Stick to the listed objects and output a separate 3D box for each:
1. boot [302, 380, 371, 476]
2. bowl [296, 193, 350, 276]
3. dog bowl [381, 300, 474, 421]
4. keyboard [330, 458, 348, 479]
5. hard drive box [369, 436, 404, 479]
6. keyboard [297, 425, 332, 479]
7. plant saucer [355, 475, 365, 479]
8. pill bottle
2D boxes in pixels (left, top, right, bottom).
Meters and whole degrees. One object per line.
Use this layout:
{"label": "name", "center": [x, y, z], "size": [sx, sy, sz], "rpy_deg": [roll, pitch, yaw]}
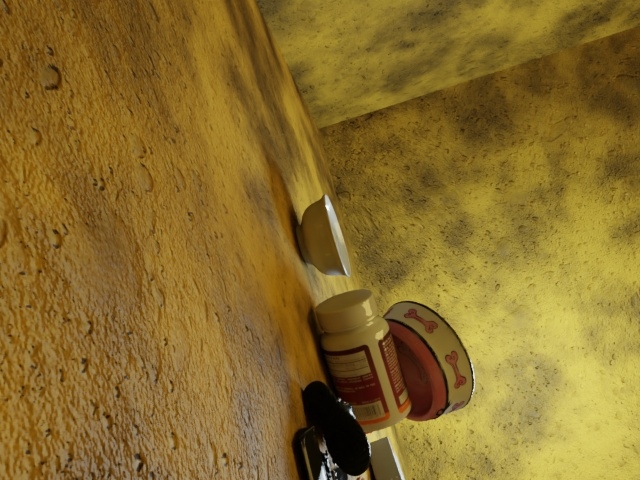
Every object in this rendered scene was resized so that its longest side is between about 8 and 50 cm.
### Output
{"label": "boot", "center": [0.059, 0.468, 1.390], "size": [0.246, 0.094, 0.207], "rpy_deg": [52, -4, 33]}
{"label": "bowl", "center": [0.000, 0.000, 1.959], "size": [0.298, 0.134, 0.297], "rpy_deg": [-17, 90, -82]}
{"label": "dog bowl", "center": [0.303, 0.416, 1.891], "size": [0.408, 0.150, 0.408], "rpy_deg": [34, -44, 41]}
{"label": "keyboard", "center": [0.045, 0.601, 1.439], "size": [0.180, 0.023, 0.108], "rpy_deg": [55, 26, -70]}
{"label": "hard drive box", "center": [0.252, 0.857, 2.027], "size": [0.232, 0.089, 0.181], "rpy_deg": [-110, 178, -51]}
{"label": "keyboard", "center": [0.007, 0.562, 1.222], "size": [0.201, 0.033, 0.317], "rpy_deg": [39, 36, -75]}
{"label": "plant saucer", "center": [0.123, 0.768, 1.586], "size": [0.200, 0.037, 0.200], "rpy_deg": [-17, 90, -82]}
{"label": "pill bottle", "center": [0.128, 0.367, 1.768], "size": [0.224, 0.224, 0.392], "rpy_deg": [-67, 141, -78]}
